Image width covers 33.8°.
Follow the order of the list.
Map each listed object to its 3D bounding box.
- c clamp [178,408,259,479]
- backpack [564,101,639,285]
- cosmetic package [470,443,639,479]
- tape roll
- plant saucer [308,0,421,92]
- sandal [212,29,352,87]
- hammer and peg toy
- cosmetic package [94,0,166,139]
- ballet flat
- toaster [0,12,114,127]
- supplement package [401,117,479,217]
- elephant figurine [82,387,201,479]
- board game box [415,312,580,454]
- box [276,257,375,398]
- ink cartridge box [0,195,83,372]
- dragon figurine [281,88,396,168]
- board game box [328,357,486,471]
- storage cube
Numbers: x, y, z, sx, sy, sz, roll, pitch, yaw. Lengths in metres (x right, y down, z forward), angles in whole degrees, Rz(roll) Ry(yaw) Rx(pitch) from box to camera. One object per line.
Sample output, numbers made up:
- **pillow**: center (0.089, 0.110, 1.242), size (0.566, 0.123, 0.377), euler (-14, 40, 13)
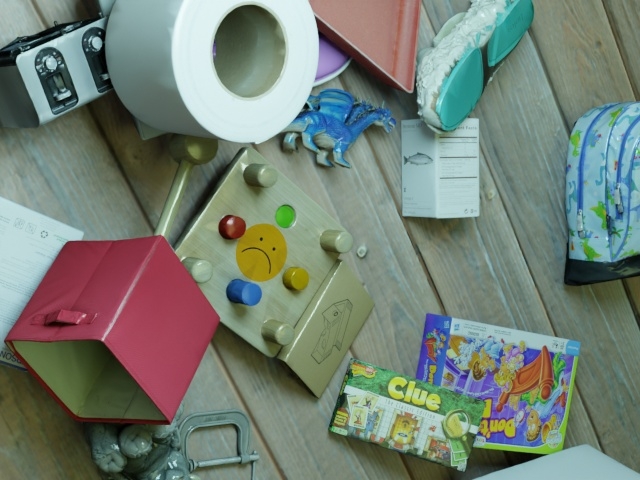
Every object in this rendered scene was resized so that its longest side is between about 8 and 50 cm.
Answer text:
- **c clamp**: center (-0.167, 0.346, 1.737), size (0.161, 0.022, 0.137), euler (7, 89, -34)
- **backpack**: center (0.627, -0.105, 2.129), size (0.290, 0.273, 0.355), euler (-6, 84, -27)
- **cosmetic package**: center (0.480, 0.652, 1.967), size (0.328, 0.329, 0.393), euler (-7, 110, -33)
- **tape roll**: center (-0.146, -0.260, 1.441), size (0.246, 0.169, 0.246), euler (-10, 105, -41)
- **plant saucer**: center (0.067, -0.403, 1.781), size (0.259, 0.048, 0.258), euler (33, 51, -34)
- **sandal**: center (-0.105, -0.325, 1.685), size (0.416, 0.102, 0.169), euler (-2, 95, -30)
- **hammer and peg toy**: center (-0.141, -0.005, 1.671), size (0.361, 0.127, 0.266), euler (40, 74, -29)
- **cosmetic package**: center (-0.244, -0.282, 1.554), size (0.127, 0.107, 0.237), euler (-17, 116, -12)
- **ballet flat**: center (0.248, -0.324, 1.882), size (0.409, 0.147, 0.147), euler (-49, 118, -38)
- **toaster**: center (-0.380, -0.237, 1.477), size (0.168, 0.186, 0.110), euler (-33, 115, -35)
- **supplement package**: center (0.217, -0.132, 1.916), size (0.105, 0.105, 0.179), euler (-4, 94, -32)
- **elephant figurine**: center (-0.263, 0.335, 1.604), size (0.169, 0.186, 0.239), euler (-15, 133, 1)
- **board game box**: center (0.339, 0.282, 2.038), size (0.347, 0.078, 0.233), euler (12, 86, -34)
- **box**: center (0.013, 0.153, 1.807), size (0.201, 0.021, 0.164), euler (-58, 146, -16)
- **ink cartridge box**: center (-0.477, 0.048, 1.496), size (0.223, 0.045, 0.223), euler (27, 77, -34)
- **dragon figurine**: center (0.002, -0.209, 1.776), size (0.289, 0.085, 0.144), euler (19, 80, -39)
- **board game box**: center (0.156, 0.312, 1.884), size (0.260, 0.030, 0.136), euler (18, 83, -9)
- **storage cube**: center (-0.286, 0.127, 1.489), size (0.215, 0.184, 0.193), euler (59, 39, -38)
